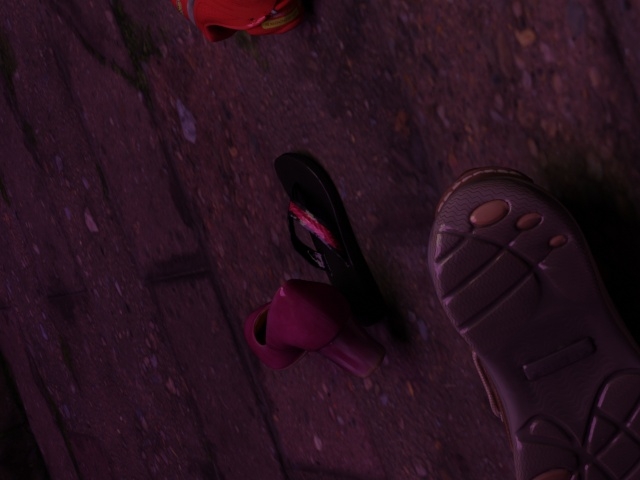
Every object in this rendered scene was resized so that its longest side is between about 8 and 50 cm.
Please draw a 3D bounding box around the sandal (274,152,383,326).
[{"bbox_3d":[0.000,0.000,1.123,0.179,0.040,0.067,63,154,8],"label":"sandal"}]

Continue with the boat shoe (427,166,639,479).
[{"bbox_3d":[0.167,0.089,0.834,0.116,0.123,0.324,-89,-22,-69],"label":"boat shoe"}]

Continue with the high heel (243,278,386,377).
[{"bbox_3d":[-0.040,0.067,1.144,0.117,0.082,0.244,42,170,-22],"label":"high heel"}]

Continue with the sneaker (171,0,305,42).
[{"bbox_3d":[-0.045,-0.228,1.004,0.118,0.107,0.279,53,159,-13],"label":"sneaker"}]
